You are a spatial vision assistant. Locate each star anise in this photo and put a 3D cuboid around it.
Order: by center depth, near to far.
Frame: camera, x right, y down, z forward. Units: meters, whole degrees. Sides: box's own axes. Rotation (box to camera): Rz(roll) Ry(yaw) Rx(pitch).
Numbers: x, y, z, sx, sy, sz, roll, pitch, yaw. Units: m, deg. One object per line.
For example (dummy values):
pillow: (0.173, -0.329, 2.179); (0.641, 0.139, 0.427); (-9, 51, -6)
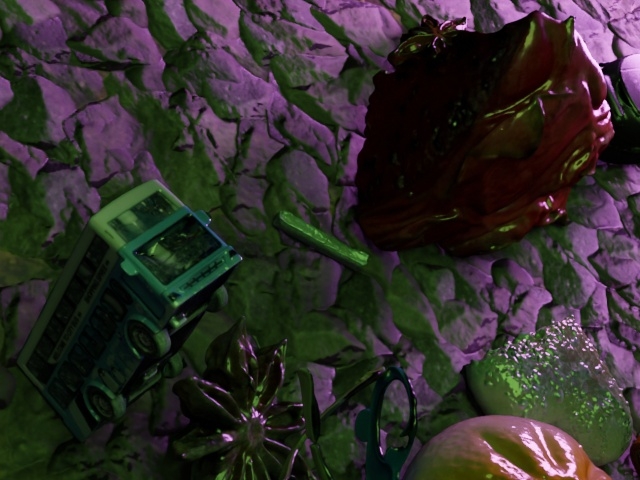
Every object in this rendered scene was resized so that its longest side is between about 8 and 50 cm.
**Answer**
star anise: (-0.074, 0.204, 1.521); (0.262, 0.081, 0.230); (49, 44, -36)
star anise: (0.137, -0.226, 1.907); (0.097, 0.070, 0.190); (26, 50, 19)

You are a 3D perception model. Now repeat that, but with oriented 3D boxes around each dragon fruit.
dragon fruit: (0.247, -0.084, 1.774); (0.329, 0.286, 0.228); (29, 55, -35)

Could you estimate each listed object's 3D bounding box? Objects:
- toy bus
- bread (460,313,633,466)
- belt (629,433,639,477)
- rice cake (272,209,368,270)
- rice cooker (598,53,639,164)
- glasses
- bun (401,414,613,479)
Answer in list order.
toy bus: (-0.186, 0.074, 1.403); (0.131, 0.297, 0.106); (46, 51, 8)
bread: (0.283, 0.168, 1.768); (0.232, 0.064, 0.172); (26, 56, -17)
belt: (0.406, 0.268, 1.782); (0.036, 0.059, 0.083); (-41, 108, -37)
rice cake: (0.000, 0.000, 1.724); (0.121, 0.022, 0.021); (28, 53, -13)
rice cooker: (0.423, -0.175, 2.006); (0.203, 0.118, 0.142); (-4, 67, -33)
glasses: (0.038, 0.224, 1.510); (0.207, 0.102, 0.239); (38, 43, -53)
bun: (0.229, 0.319, 1.588); (0.299, 0.165, 0.299); (13, 60, -24)
